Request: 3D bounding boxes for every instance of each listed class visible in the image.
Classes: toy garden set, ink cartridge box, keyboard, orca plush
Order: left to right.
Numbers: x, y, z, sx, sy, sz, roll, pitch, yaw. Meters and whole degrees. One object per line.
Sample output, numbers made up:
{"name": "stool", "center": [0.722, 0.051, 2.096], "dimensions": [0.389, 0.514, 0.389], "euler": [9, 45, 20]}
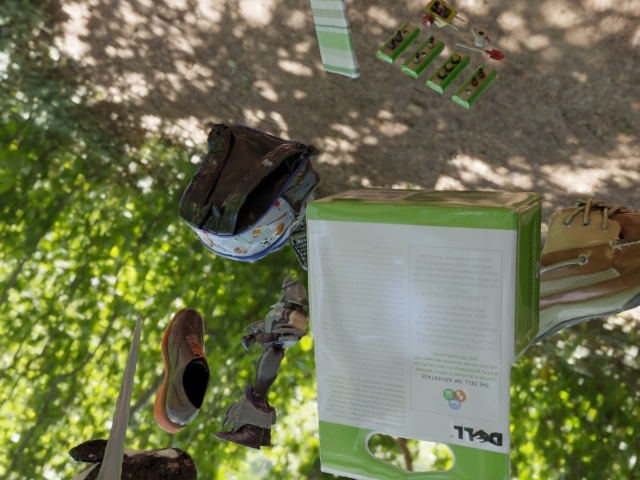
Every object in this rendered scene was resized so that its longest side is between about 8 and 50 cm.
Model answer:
{"name": "orca plush", "center": [-0.257, 0.289, 0.913], "dimensions": [0.287, 0.151, 0.102], "euler": [3, 158, -29]}
{"name": "keyboard", "center": [0.000, 0.000, 1.356], "dimensions": [0.192, 0.038, 0.100], "euler": [-17, 99, 53]}
{"name": "ink cartridge box", "center": [0.092, 0.087, 0.744], "dimensions": [0.189, 0.255, 0.097], "euler": [4, -167, 27]}
{"name": "toy garden set", "center": [0.281, -0.424, 1.815], "dimensions": [0.244, 0.204, 0.049], "euler": [34, 158, 19]}

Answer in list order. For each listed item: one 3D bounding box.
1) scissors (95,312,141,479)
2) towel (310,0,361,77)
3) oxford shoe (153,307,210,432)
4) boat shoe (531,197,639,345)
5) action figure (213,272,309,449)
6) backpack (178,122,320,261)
{"name": "scissors", "center": [-0.162, 0.204, 0.596], "dimensions": [0.021, 0.297, 0.109], "euler": [3, -179, 31]}
{"name": "towel", "center": [0.024, -0.343, 1.341], "dimensions": [0.113, 0.023, 0.152], "euler": [32, 139, 57]}
{"name": "oxford shoe", "center": [-0.245, 0.233, 1.596], "dimensions": [0.097, 0.271, 0.098], "euler": [32, 128, -33]}
{"name": "boat shoe", "center": [0.284, 0.018, 0.882], "dimensions": [0.324, 0.120, 0.122], "euler": [-31, 173, 38]}
{"name": "action figure", "center": [-0.082, 0.186, 1.330], "dimensions": [0.099, 0.285, 0.185], "euler": [18, 168, -6]}
{"name": "backpack", "center": [-0.156, -0.089, 1.746], "dimensions": [0.276, 0.263, 0.213], "euler": [18, 149, 35]}
